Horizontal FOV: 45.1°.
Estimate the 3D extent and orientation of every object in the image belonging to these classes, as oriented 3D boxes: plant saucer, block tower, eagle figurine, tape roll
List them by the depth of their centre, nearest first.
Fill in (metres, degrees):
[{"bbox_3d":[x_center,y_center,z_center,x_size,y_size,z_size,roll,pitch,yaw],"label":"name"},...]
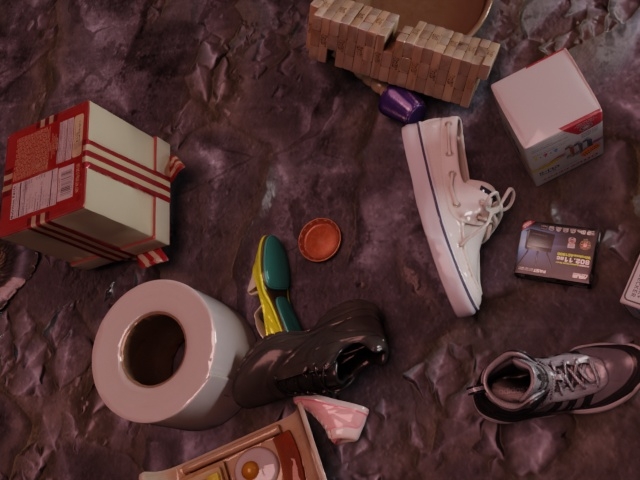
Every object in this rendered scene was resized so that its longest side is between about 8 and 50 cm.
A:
[{"bbox_3d":[-0.252,0.206,1.358,0.246,0.169,0.246,-7,70,19],"label":"tape roll"},{"bbox_3d":[0.137,-0.337,1.365,0.335,0.097,0.091,19,45,10],"label":"block tower"},{"bbox_3d":[0.000,0.000,1.413,0.083,0.013,0.084,-7,69,20],"label":"plant saucer"},{"bbox_3d":[0.196,-0.456,1.473,0.277,0.041,0.278,-7,71,20],"label":"plant saucer"},{"bbox_3d":[-0.760,0.070,1.628,0.226,0.225,0.298,43,54,-10],"label":"eagle figurine"}]

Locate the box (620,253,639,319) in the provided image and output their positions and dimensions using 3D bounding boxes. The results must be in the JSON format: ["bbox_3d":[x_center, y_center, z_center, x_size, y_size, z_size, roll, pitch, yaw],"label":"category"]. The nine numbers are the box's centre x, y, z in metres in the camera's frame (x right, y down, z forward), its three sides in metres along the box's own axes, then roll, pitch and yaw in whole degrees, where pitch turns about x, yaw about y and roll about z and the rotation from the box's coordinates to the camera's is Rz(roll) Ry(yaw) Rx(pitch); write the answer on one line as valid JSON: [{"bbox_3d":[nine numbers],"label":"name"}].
[{"bbox_3d":[0.596,0.072,1.074,0.290,0.087,0.169,19,80,38],"label":"box"}]

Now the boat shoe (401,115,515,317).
[{"bbox_3d":[0.246,-0.056,1.277,0.156,0.136,0.367,-17,57,13],"label":"boat shoe"}]

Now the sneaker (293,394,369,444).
[{"bbox_3d":[0.010,0.299,1.286,0.134,0.051,0.070,10,71,20],"label":"sneaker"}]

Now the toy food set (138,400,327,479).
[{"bbox_3d":[-0.131,0.415,1.219,0.306,0.092,0.220,-25,60,5],"label":"toy food set"}]

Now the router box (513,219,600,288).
[{"bbox_3d":[0.379,0.022,1.237,0.122,0.038,0.092,8,76,24],"label":"router box"}]

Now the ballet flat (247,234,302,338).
[{"bbox_3d":[-0.092,0.104,1.386,0.077,0.077,0.231,-28,65,30],"label":"ballet flat"}]

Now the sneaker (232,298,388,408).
[{"bbox_3d":[-0.018,0.205,1.265,0.286,0.109,0.130,-31,34,6],"label":"sneaker"}]

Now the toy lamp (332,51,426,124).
[{"bbox_3d":[0.090,-0.311,1.445,0.080,0.080,0.275,-46,63,2],"label":"toy lamp"}]

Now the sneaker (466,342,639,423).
[{"bbox_3d":[0.346,0.204,1.124,0.268,0.153,0.101,-17,67,16],"label":"sneaker"}]

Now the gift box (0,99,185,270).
[{"bbox_3d":[-0.417,-0.086,1.472,0.276,0.258,0.255,-10,69,27],"label":"gift box"}]

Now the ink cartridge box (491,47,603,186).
[{"bbox_3d":[0.368,-0.192,1.238,0.128,0.176,0.127,-27,67,12],"label":"ink cartridge box"}]
